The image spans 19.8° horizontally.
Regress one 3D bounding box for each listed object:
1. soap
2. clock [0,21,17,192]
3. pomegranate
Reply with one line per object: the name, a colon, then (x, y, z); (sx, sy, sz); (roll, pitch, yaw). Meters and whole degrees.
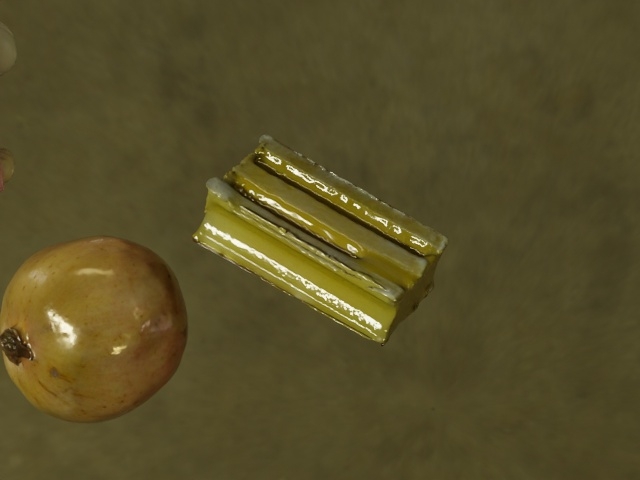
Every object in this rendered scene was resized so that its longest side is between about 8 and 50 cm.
soap: (0.000, -0.001, 1.846); (0.233, 0.135, 0.076); (31, 129, 13)
clock: (-0.199, -0.048, 0.792); (0.100, 0.194, 0.195); (-4, 57, 4)
pomegranate: (-0.223, 0.088, 1.796); (0.191, 0.191, 0.191); (0, 85, 3)
